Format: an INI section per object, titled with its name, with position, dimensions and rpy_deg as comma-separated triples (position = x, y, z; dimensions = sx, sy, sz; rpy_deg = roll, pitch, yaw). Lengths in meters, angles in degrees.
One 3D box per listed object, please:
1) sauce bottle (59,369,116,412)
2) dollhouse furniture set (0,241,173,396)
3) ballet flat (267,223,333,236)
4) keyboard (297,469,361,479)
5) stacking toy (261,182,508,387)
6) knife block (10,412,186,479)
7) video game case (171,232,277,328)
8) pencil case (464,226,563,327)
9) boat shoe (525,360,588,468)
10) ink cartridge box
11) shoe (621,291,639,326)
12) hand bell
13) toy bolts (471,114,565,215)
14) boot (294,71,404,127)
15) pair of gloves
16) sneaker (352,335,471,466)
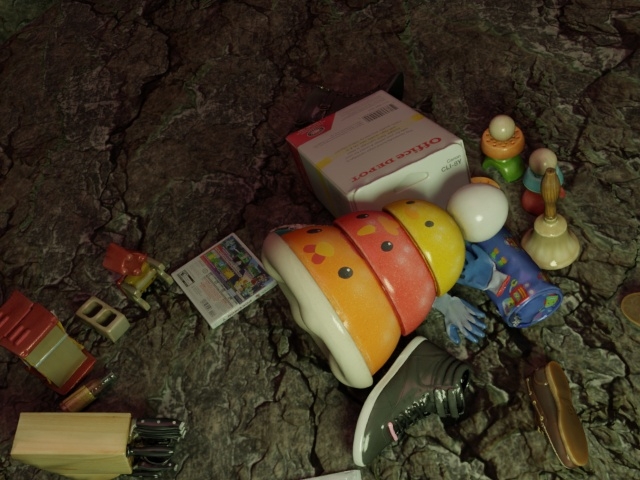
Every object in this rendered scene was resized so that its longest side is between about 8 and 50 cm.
[sauce bottle]
position = -0.500, 0.330, 1.688
dimensions = 0.128, 0.042, 0.042
rpy_deg = -36, 51, -15
[dollhouse furniture set]
position = -0.535, 0.139, 1.749
dimensions = 0.152, 0.201, 0.374
rpy_deg = 25, 62, 31
[ballet flat]
position = 0.000, 0.000, 1.810
dimensions = 0.241, 0.091, 0.077
rpy_deg = 5, 23, 14
[keyboard]
position = -0.047, 0.485, 1.458
dimensions = 0.256, 0.014, 0.072
rpy_deg = -13, 54, 5
[stacking toy]
position = 0.157, 0.028, 1.536
dimensions = 0.480, 0.350, 0.350
rpy_deg = -33, 51, -8
[knife block]
position = -0.408, 0.382, 1.498
dimensions = 0.242, 0.276, 0.088
rpy_deg = -31, 42, 30
[video game case]
position = -0.226, 0.090, 1.823
dimensions = 0.183, 0.023, 0.201
rpy_deg = -35, 50, -14
[pencil case]
position = 0.371, 0.052, 1.630
dimensions = 0.133, 0.119, 0.306
rpy_deg = -56, 45, 27
[boat shoe]
position = 0.429, 0.325, 1.428
dimensions = 0.073, 0.073, 0.206
rpy_deg = -39, 36, 33
[ink cartridge box]
position = 0.127, -0.171, 1.786
dimensions = 0.279, 0.160, 0.384
rpy_deg = -26, 33, -9
[shoe]
position = 0.690, 0.158, 1.501
dimensions = 0.219, 0.058, 0.076
rpy_deg = 18, 78, 32
[hand bell]
position = 0.476, -0.061, 1.610
dimensions = 0.126, 0.242, 0.126
rpy_deg = -7, 50, 9
[toy bolts]
position = 0.428, -0.159, 1.758
dimensions = 0.229, 0.158, 0.218
rpy_deg = 33, 66, 34
[boot]
position = 0.076, -0.377, 2.079
dimensions = 0.229, 0.091, 0.263
rpy_deg = 23, 63, 29
[pair of gloves]
position = 0.298, 0.110, 1.591
dimensions = 0.159, 0.023, 0.198
rpy_deg = 39, 111, 48
[sneaker]
position = 0.182, 0.315, 1.470
dimensions = 0.147, 0.104, 0.295
rpy_deg = 17, 53, 33
